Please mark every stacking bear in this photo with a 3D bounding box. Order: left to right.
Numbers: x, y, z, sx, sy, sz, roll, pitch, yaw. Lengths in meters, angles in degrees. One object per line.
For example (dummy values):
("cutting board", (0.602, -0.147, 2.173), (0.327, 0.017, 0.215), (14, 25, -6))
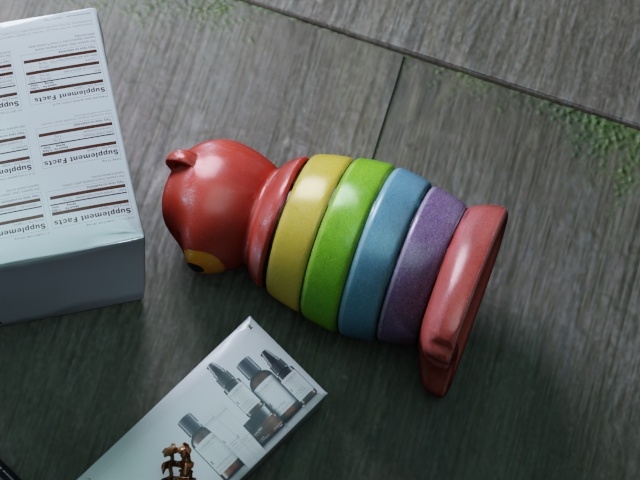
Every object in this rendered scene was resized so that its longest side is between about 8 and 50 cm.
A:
("stacking bear", (0.000, 0.000, 1.666), (0.289, 0.175, 0.164), (20, 74, 8))

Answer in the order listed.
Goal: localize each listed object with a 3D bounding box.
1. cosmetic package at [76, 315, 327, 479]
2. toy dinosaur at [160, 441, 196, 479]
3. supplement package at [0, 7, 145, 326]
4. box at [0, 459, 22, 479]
("cosmetic package", (-0.113, 0.182, 1.643), (0.099, 0.060, 0.239), (44, 74, 9))
("toy dinosaur", (-0.141, 0.331, 1.526), (0.164, 0.218, 0.322), (-21, 69, 17))
("supplement package", (-0.238, -0.056, 1.631), (0.149, 0.194, 0.203), (-11, 75, -8))
("box", (-0.288, 0.235, 1.597), (0.162, 0.029, 0.116), (44, 106, 8))
